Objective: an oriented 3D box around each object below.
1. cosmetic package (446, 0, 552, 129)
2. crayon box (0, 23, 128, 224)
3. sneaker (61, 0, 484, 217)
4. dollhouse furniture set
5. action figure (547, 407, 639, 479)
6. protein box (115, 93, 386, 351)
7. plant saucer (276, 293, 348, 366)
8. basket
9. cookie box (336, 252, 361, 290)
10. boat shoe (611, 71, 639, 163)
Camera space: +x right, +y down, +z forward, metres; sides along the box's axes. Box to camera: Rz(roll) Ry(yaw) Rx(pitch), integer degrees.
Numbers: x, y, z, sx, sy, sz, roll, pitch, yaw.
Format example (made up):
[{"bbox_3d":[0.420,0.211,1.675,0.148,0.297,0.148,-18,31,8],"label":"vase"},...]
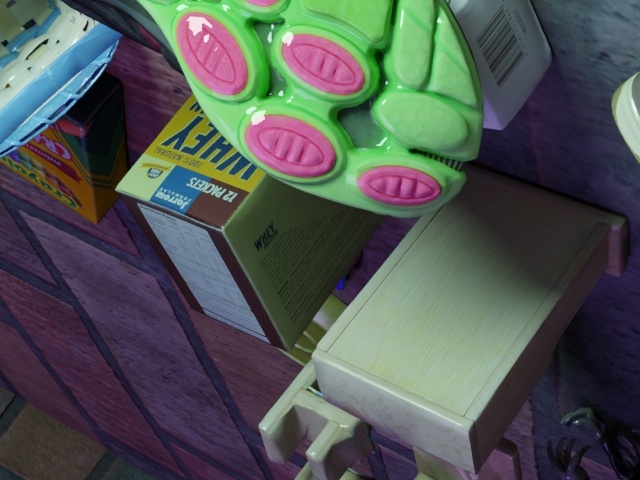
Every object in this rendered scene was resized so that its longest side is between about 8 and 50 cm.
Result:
[{"bbox_3d":[0.055,-0.165,1.016,0.231,0.085,0.117,16,150,43],"label":"cosmetic package"},{"bbox_3d":[-0.345,-0.141,1.627,0.202,0.081,0.318,32,157,9],"label":"crayon box"},{"bbox_3d":[-0.076,-0.198,0.933,0.483,0.185,0.202,38,-167,10],"label":"sneaker"},{"bbox_3d":[0.156,0.164,1.226,0.362,0.256,0.394,23,147,30],"label":"dollhouse furniture set"},{"bbox_3d":[0.292,0.259,1.386,0.141,0.275,0.164,64,-164,6],"label":"action figure"},{"bbox_3d":[-0.057,-0.042,1.256,0.136,0.200,0.201,21,153,32],"label":"protein box"},{"bbox_3d":[-0.022,0.118,1.726,0.241,0.037,0.241,31,157,15],"label":"plant saucer"},{"bbox_3d":[-0.309,-0.196,1.267,0.201,0.255,0.289,54,170,-33],"label":"basket"},{"bbox_3d":[0.000,0.000,1.461,0.092,0.040,0.107,31,157,13],"label":"cookie box"},{"bbox_3d":[0.290,-0.035,0.887,0.223,0.080,0.073,56,152,12],"label":"boat shoe"}]
